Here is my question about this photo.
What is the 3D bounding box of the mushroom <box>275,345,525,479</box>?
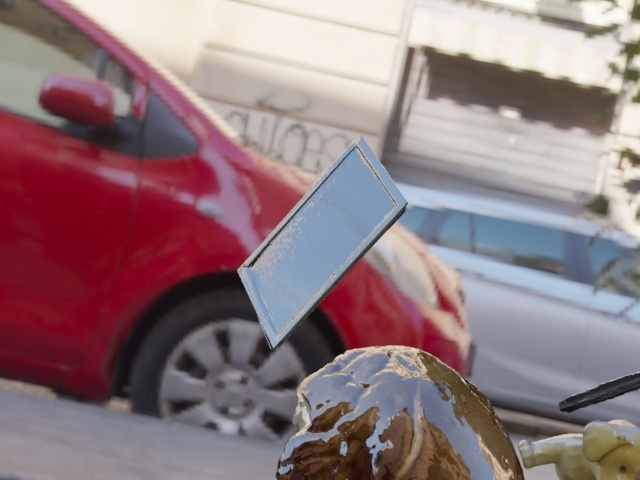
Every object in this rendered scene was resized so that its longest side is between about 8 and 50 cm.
[{"bbox_3d":[0.005,0.201,1.075,0.302,0.233,0.208,-5,-47,22],"label":"mushroom"}]

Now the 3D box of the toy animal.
[{"bbox_3d":[0.361,0.311,1.840,0.169,0.121,0.233,-17,-13,-4],"label":"toy animal"}]

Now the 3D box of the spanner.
[{"bbox_3d":[0.422,0.175,1.722,0.093,0.026,0.325,11,-25,-31],"label":"spanner"}]

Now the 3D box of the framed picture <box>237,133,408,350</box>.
[{"bbox_3d":[0.000,0.000,1.718,0.014,0.252,0.197,35,15,-32],"label":"framed picture"}]
